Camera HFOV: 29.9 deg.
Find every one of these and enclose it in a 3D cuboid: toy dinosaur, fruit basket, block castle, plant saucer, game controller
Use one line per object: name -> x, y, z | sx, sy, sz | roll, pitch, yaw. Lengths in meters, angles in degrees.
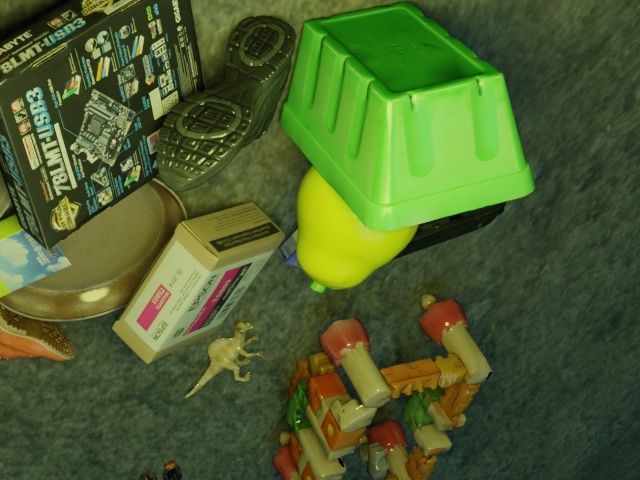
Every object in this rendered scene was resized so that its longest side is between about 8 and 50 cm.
toy dinosaur -> -0.164, 0.211, 2.123 | 0.093, 0.053, 0.183 | 28, 109, -29
fruit basket -> 0.094, -0.102, 1.668 | 0.283, 0.392, 0.392 | -14, 139, -17
block castle -> 0.096, 0.313, 2.252 | 0.303, 0.212, 0.453 | -9, 139, -28
plant saucer -> -0.352, -0.002, 1.771 | 0.311, 0.050, 0.310 | -17, 139, -15
game controller -> 0.182, -0.061, 1.988 | 0.319, 0.067, 0.166 | -19, 126, -26

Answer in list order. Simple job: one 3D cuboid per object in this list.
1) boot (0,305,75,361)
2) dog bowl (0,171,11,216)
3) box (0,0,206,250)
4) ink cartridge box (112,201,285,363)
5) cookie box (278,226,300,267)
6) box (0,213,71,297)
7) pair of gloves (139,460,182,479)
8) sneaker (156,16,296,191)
boot -> -0.464, 0.161, 1.881 | 0.085, 0.059, 0.158 | -41, 131, 20
dog bowl -> -0.559, -0.108, 1.493 | 0.349, 0.102, 0.348 | -17, 139, -15
box -> -0.281, -0.174, 1.527 | 0.293, 0.073, 0.295 | -37, 147, -24
ink cartridge box -> -0.187, 0.063, 1.848 | 0.234, 0.088, 0.193 | -54, 164, 29
cookie box -> 0.000, 0.000, 1.982 | 0.092, 0.040, 0.107 | 22, 121, -45
box -> -0.454, 0.031, 1.677 | 0.178, 0.042, 0.109 | -26, 141, -3
pair of gloves -> -0.311, 0.462, 2.329 | 0.083, 0.010, 0.074 | -26, 140, -7
sneaker -> -0.115, -0.164, 1.607 | 0.286, 0.109, 0.130 | -54, 161, -25
